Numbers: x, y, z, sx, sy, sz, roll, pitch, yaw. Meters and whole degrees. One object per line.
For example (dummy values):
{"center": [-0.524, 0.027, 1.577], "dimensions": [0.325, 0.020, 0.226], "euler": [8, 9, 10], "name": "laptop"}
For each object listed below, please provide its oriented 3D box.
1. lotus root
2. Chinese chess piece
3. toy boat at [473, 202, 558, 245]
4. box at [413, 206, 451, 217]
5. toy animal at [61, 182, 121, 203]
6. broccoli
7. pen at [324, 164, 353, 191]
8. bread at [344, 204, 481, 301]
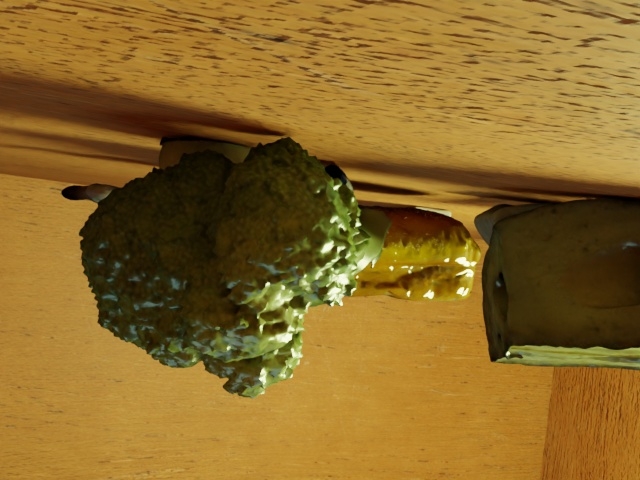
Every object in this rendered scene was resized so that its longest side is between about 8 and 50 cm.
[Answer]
{"center": [0.308, 0.048, 0.807], "dimensions": [0.313, 0.142, 0.210], "euler": [0, 163, 18], "name": "lotus root"}
{"center": [-0.099, -0.069, 0.737], "dimensions": [0.084, 0.034, 0.084], "euler": [5, 180, 0], "name": "Chinese chess piece"}
{"center": [0.328, 0.045, 1.012], "dimensions": [0.275, 0.111, 0.293], "euler": [21, 172, 24], "name": "toy boat"}
{"center": [0.167, 0.021, 1.451], "dimensions": [0.066, 0.150, 0.233], "euler": [10, 180, -2], "name": "box"}
{"center": [-0.168, -0.046, 1.123], "dimensions": [0.323, 0.091, 0.195], "euler": [3, 176, -23], "name": "toy animal"}
{"center": [-0.066, 0.043, 0.705], "dimensions": [0.253, 0.186, 0.302], "euler": [-20, 159, 10], "name": "broccoli"}
{"center": [0.018, -0.059, 0.871], "dimensions": [0.025, 0.025, 0.204], "euler": [7, 180, 5], "name": "pen"}
{"center": [0.000, 0.000, 1.010], "dimensions": [0.380, 0.109, 0.185], "euler": [6, -171, -25], "name": "bread"}
